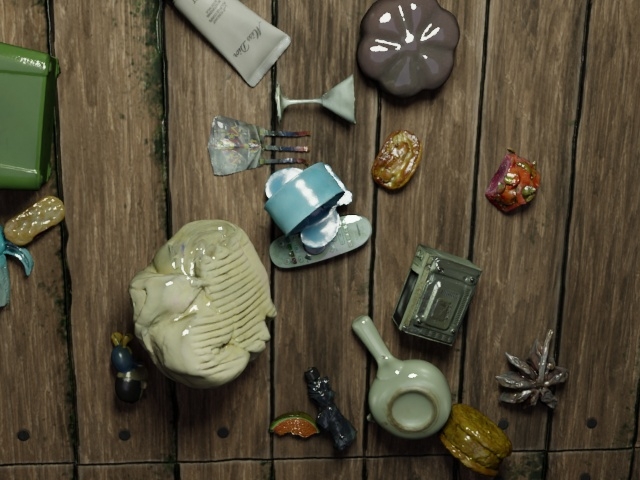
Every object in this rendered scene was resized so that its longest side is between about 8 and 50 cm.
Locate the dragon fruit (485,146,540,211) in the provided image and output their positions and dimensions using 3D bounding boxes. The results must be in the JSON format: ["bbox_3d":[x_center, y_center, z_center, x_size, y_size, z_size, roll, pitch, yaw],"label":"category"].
[{"bbox_3d":[0.473,-0.141,1.547,0.102,0.096,0.147,29,96,-7],"label":"dragon fruit"}]

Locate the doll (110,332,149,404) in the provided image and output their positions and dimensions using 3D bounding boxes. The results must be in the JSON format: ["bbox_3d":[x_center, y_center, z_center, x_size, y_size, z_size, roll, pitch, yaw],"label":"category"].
[{"bbox_3d":[-0.467,0.314,1.565,0.102,0.089,0.179,-2,92,37],"label":"doll"}]

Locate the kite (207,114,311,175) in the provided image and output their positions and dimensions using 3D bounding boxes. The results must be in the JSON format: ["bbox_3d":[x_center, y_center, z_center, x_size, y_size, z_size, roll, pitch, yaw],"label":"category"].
[{"bbox_3d":[-0.144,-0.222,1.516,0.245,0.015,0.141,1,103,-2],"label":"kite"}]

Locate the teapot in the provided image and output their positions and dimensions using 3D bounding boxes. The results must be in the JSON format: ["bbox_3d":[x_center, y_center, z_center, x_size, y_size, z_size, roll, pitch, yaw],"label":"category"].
[{"bbox_3d":[0.206,0.337,1.593,0.220,0.149,0.318,-9,104,5],"label":"teapot"}]

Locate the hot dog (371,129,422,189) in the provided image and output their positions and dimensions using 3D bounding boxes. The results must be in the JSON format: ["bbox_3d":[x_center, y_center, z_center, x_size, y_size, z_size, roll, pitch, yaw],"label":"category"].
[{"bbox_3d":[0.184,-0.192,1.527,0.099,0.065,0.147,32,99,-1],"label":"hot dog"}]

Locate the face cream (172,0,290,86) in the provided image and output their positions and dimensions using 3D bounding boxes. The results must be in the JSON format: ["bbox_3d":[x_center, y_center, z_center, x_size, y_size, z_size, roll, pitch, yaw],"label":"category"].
[{"bbox_3d":[-0.226,-0.498,1.428,0.314,0.089,0.143,37,97,-22],"label":"face cream"}]

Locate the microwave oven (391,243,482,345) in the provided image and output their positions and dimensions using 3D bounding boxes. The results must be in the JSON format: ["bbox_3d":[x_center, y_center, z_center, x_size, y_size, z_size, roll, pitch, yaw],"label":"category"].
[{"bbox_3d":[0.284,0.134,1.570,0.163,0.129,0.205,17,100,-7],"label":"microwave oven"}]

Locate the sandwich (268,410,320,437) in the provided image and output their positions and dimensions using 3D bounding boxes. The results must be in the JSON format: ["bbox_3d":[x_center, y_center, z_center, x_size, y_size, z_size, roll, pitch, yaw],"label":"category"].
[{"bbox_3d":[-0.066,0.475,1.658,0.135,0.029,0.067,5,106,-7],"label":"sandwich"}]

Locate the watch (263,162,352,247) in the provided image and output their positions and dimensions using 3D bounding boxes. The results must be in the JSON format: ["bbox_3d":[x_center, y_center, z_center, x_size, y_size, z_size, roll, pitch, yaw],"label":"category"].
[{"bbox_3d":[-0.028,-0.096,1.448,0.211,0.193,0.211,0,85,1],"label":"watch"}]

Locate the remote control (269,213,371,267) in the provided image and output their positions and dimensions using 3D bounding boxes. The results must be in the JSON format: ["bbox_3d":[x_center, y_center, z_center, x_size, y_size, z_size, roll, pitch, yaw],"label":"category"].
[{"bbox_3d":[-0.001,0.000,1.560,0.256,0.045,0.097,-15,92,1],"label":"remote control"}]

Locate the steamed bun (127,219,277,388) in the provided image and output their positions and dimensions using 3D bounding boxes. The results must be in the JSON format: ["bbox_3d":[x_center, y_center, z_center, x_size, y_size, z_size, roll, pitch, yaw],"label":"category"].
[{"bbox_3d":[-0.285,0.150,1.447,0.247,0.339,0.352,-8,110,34],"label":"steamed bun"}]

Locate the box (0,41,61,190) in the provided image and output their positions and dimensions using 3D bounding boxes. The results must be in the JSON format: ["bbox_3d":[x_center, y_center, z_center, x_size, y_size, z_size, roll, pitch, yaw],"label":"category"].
[{"bbox_3d":[-0.655,-0.263,1.351,0.177,0.253,0.329,4,102,-15],"label":"box"}]

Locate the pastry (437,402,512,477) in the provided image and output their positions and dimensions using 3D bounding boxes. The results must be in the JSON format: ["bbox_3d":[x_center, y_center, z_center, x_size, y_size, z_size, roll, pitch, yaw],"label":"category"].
[{"bbox_3d":[0.395,0.508,1.634,0.188,0.189,0.103,30,101,-10],"label":"pastry"}]

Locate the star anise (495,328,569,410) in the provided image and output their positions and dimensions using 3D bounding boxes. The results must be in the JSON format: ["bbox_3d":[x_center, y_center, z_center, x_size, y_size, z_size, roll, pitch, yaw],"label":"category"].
[{"bbox_3d":[0.557,0.349,1.658,0.209,0.089,0.231,-15,114,-10],"label":"star anise"}]

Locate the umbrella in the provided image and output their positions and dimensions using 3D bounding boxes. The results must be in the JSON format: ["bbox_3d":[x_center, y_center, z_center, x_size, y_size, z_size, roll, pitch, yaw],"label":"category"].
[{"bbox_3d":[0.013,0.429,1.640,0.071,0.080,0.224,-19,101,34],"label":"umbrella"}]

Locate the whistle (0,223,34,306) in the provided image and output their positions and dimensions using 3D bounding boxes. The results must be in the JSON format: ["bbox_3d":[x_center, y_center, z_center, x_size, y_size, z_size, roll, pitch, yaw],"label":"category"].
[{"bbox_3d":[-0.774,0.024,1.475,0.186,0.093,0.274,-7,105,-5],"label":"whistle"}]

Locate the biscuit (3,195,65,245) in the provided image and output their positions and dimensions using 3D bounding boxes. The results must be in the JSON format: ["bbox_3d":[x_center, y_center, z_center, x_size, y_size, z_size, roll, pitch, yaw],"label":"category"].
[{"bbox_3d":[-0.659,-0.046,1.478,0.147,0.018,0.071,-39,117,-20],"label":"biscuit"}]

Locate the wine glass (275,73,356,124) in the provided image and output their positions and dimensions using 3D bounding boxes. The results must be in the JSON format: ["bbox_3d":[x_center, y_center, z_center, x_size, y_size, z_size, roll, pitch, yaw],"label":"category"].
[{"bbox_3d":[-0.011,-0.318,1.461,0.183,0.122,0.122,-3,102,-1],"label":"wine glass"}]

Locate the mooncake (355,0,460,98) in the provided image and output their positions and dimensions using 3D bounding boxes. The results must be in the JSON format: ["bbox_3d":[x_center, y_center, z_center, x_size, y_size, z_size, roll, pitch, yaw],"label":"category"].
[{"bbox_3d":[0.197,-0.445,1.448,0.245,0.133,0.245,0,108,-1],"label":"mooncake"}]
